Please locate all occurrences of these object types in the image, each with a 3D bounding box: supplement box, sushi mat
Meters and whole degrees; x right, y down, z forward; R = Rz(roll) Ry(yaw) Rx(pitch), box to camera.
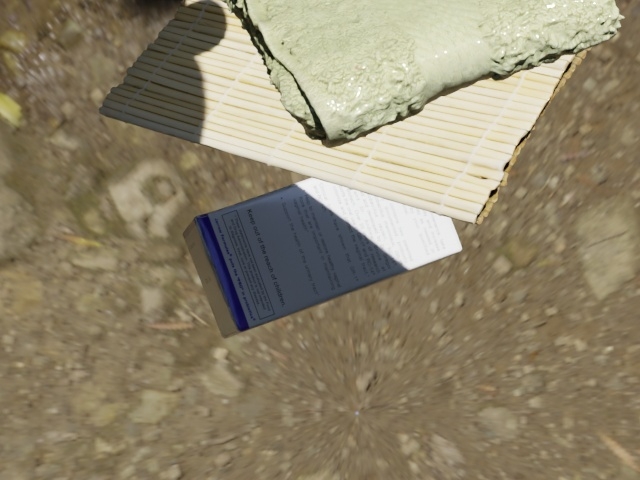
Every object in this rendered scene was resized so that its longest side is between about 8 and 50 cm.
[{"bbox_3d":[0.000,0.000,1.377,0.220,0.111,0.114,-21,87,-12],"label":"supplement box"},{"bbox_3d":[0.006,-0.107,0.958,0.316,0.019,0.151,18,68,36],"label":"sushi mat"}]

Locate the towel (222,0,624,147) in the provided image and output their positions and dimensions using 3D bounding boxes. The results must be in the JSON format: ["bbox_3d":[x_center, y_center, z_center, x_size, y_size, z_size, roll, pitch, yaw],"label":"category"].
[{"bbox_3d":[0.025,-0.083,0.491,0.110,0.148,0.027,-20,124,-6],"label":"towel"}]
